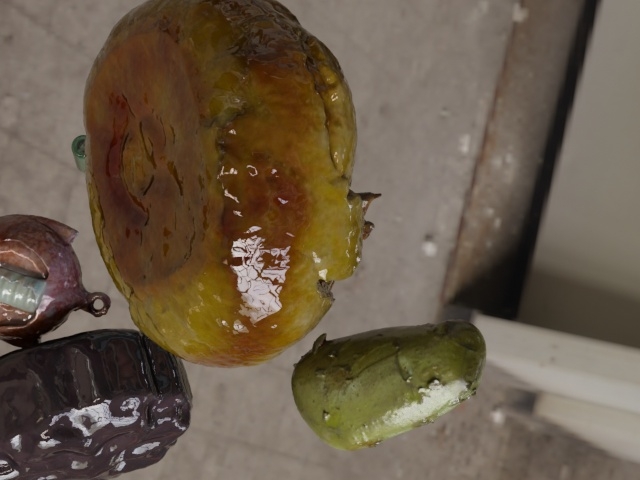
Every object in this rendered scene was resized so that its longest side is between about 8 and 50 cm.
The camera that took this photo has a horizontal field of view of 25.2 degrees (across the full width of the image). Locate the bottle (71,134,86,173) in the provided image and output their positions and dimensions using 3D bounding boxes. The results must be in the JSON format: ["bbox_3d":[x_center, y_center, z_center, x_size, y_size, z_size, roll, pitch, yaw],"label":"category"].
[{"bbox_3d":[-0.286,-0.103,1.751,0.083,0.030,0.030,113,-3,-76],"label":"bottle"}]

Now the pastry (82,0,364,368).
[{"bbox_3d":[-0.095,-0.058,1.285,0.164,0.356,0.356,-8,109,-32],"label":"pastry"}]

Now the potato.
[{"bbox_3d":[0.058,0.120,1.226,0.085,0.188,0.105,32,44,-50],"label":"potato"}]

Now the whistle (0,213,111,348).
[{"bbox_3d":[-0.403,0.021,1.629,0.134,0.346,0.142,-75,-176,-62],"label":"whistle"}]

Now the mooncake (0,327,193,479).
[{"bbox_3d":[-0.284,0.207,1.662,0.283,0.283,0.141,15,51,-61],"label":"mooncake"}]

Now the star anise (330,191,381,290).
[{"bbox_3d":[0.001,0.006,1.969,0.212,0.111,0.196,-113,-135,-77],"label":"star anise"}]
